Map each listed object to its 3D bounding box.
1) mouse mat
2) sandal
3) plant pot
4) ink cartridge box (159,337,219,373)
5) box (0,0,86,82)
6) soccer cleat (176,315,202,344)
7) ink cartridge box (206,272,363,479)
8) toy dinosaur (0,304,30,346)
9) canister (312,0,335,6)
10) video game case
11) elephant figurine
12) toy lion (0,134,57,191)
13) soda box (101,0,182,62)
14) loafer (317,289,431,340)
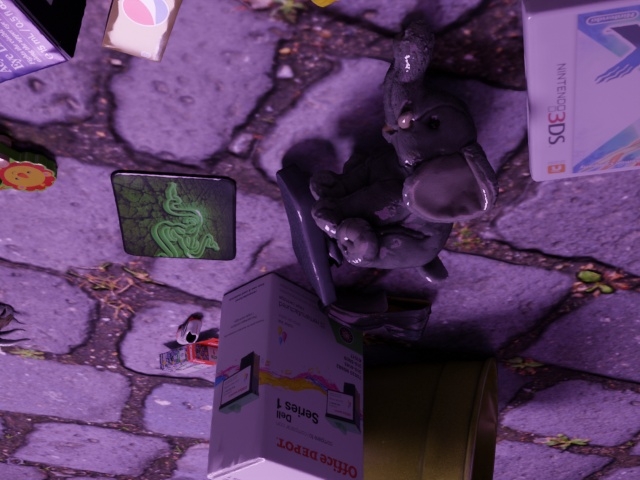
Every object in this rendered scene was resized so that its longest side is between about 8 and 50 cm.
[{"bbox_3d":[-0.185,-0.027,1.159,0.153,0.007,0.189,3,148,-3],"label":"mouse mat"},{"bbox_3d":[0.000,0.000,1.125,0.054,0.097,0.254,-25,148,-9],"label":"sandal"},{"bbox_3d":[0.090,0.356,1.463,0.353,0.366,0.366,4,148,16],"label":"plant pot"},{"bbox_3d":[-0.197,0.187,1.452,0.115,0.029,0.063,-19,157,29],"label":"ink cartridge box"},{"bbox_3d":[-0.335,-0.215,0.783,0.207,0.108,0.153,-13,145,20],"label":"box"},{"bbox_3d":[-0.206,0.148,1.399,0.029,0.035,0.083,16,144,-22],"label":"soccer cleat"},{"bbox_3d":[-0.042,0.219,1.282,0.117,0.278,0.201,-26,138,36],"label":"ink cartridge box"},{"bbox_3d":[-0.621,0.165,1.364,0.313,0.121,0.160,-17,129,19],"label":"toy dinosaur"},{"bbox_3d":[0.041,-0.275,0.714,0.170,0.073,0.126,-22,141,28],"label":"canister"},{"bbox_3d":[0.369,-0.161,0.879,0.329,0.036,0.300,-7,153,11],"label":"video game case"},{"bbox_3d":[0.112,-0.082,0.949,0.186,0.169,0.239,-3,144,-52],"label":"elephant figurine"},{"bbox_3d":[-0.367,-0.082,1.062,0.100,0.034,0.096,-17,150,26],"label":"toy lion"},{"bbox_3d":[-0.141,-0.241,0.779,0.058,0.061,0.181,13,145,-17],"label":"soda box"},{"bbox_3d":[0.080,0.095,1.300,0.170,0.062,0.061,11,124,-20],"label":"loafer"}]
